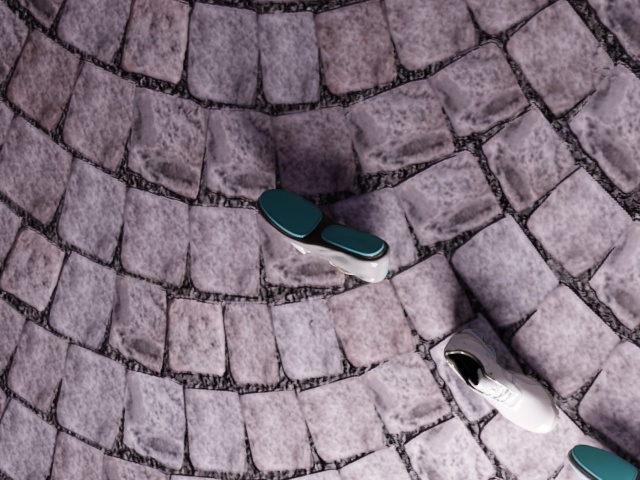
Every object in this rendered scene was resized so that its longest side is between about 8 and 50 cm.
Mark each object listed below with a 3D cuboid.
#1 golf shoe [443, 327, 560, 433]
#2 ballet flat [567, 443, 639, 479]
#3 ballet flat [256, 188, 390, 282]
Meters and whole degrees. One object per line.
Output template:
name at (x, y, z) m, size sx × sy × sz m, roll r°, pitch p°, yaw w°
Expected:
golf shoe at (0.225, 0.191, 1.796) m, size 0.176 × 0.086 × 0.069 m, roll 40°, pitch 113°, yaw 16°
ballet flat at (0.391, 0.319, 1.743) m, size 0.188 × 0.070 × 0.070 m, roll 23°, pitch 110°, yaw 27°
ballet flat at (0.000, 0.000, 1.899) m, size 0.213 × 0.072 × 0.068 m, roll 26°, pitch 141°, yaw 25°
